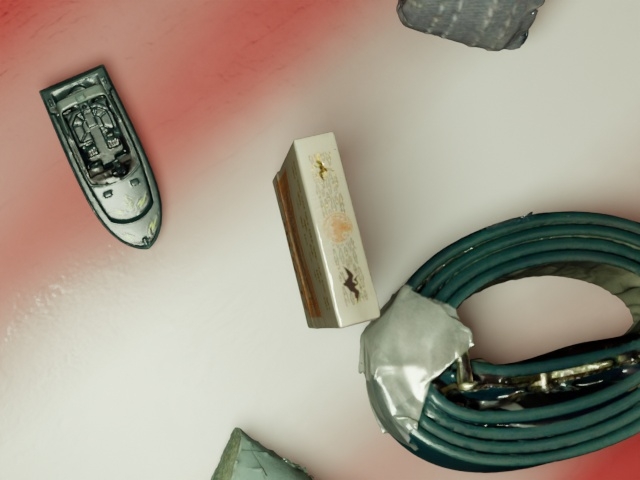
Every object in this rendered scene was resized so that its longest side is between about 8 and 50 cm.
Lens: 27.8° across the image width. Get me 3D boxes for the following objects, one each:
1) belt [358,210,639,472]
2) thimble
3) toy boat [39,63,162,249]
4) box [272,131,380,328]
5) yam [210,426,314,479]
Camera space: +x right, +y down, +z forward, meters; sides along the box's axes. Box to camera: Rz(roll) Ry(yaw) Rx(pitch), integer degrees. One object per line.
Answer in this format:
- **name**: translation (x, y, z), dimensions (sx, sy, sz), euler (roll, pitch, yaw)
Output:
- **belt**: translation (0.267, 0.127, 1.618), dimensions (0.436, 0.173, 0.300), euler (-14, 78, -10)
- **thimble**: translation (0.201, -0.362, 1.641), dimensions (0.172, 0.205, 0.236), euler (14, 55, -10)
- **toy boat**: translation (-0.267, -0.101, 1.622), dimensions (0.093, 0.103, 0.246), euler (-24, 91, -8)
- **box**: translation (-0.001, 0.000, 1.504), dimensions (0.051, 0.365, 0.205), euler (-14, 88, -6)
- **yam**: translation (-0.008, 0.411, 1.551), dimensions (0.348, 0.241, 0.241), euler (31, 83, -5)
